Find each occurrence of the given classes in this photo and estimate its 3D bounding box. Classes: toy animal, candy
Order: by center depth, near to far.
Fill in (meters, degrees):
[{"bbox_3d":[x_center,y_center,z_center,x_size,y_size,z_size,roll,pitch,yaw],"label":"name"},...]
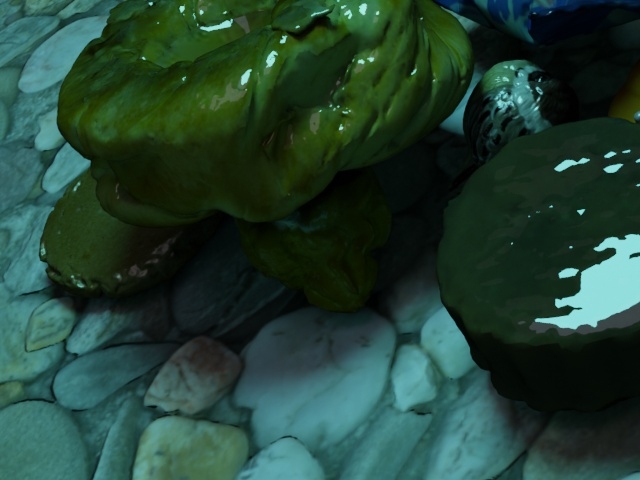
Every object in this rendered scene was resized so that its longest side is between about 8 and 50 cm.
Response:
[{"bbox_3d":[0.169,-0.092,1.408,0.098,0.098,0.137,21,79,45],"label":"toy animal"},{"bbox_3d":[0.211,-0.227,1.444,0.187,0.077,0.331,-11,19,-14],"label":"candy"}]

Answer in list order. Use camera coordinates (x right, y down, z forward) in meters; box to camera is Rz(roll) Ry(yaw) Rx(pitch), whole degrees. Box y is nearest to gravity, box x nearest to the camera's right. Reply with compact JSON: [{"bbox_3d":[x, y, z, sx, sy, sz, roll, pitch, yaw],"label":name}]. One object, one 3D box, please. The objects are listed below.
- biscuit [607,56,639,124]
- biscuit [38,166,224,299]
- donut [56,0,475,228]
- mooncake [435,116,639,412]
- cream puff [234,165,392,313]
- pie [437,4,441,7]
[{"bbox_3d":[0.306,-0.127,1.296,0.170,0.050,0.170,-30,37,27],"label":"biscuit"},{"bbox_3d":[-0.184,-0.027,1.614,0.226,0.042,0.226,-19,42,18],"label":"biscuit"},{"bbox_3d":[-0.049,-0.145,1.411,0.360,0.170,0.360,-21,30,13],"label":"donut"},{"bbox_3d":[0.204,0.023,1.238,0.228,0.124,0.228,-15,46,17],"label":"mooncake"},{"bbox_3d":[0.000,0.000,1.417,0.146,0.116,0.146,-18,16,5],"label":"cream puff"},{"bbox_3d":[-0.003,-0.205,1.644,0.308,0.085,0.308,-14,44,14],"label":"pie"}]
